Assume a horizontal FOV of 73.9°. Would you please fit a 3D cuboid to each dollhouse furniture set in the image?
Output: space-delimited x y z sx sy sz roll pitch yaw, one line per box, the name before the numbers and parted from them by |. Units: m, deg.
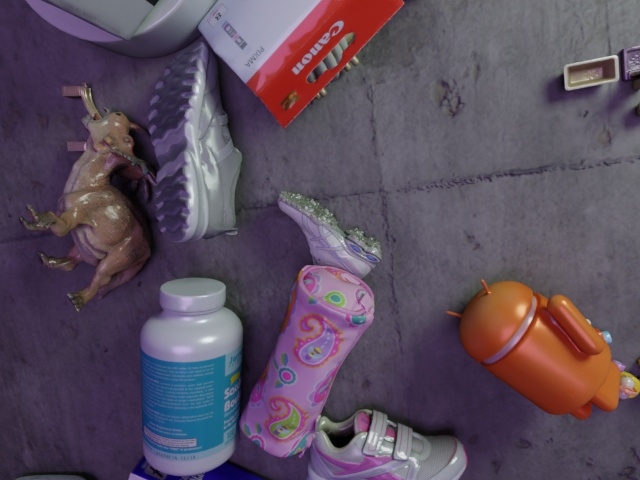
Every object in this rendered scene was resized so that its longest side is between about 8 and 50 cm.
dollhouse furniture set | 0.372 -0.194 0.523 0.114 0.081 0.091 -8 100 9

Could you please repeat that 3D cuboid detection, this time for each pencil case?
pencil case | -0.021 0.177 0.608 0.124 0.124 0.284 22 111 3

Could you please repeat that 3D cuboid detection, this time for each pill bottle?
pill bottle | -0.191 0.194 0.638 0.146 0.146 0.264 5 102 6

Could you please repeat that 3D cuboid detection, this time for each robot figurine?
robot figurine | 0.284 0.139 0.571 0.219 0.158 0.128 36 90 7

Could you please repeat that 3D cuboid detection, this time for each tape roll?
tape roll | -0.261 -0.398 0.557 0.286 0.100 0.286 1 101 7

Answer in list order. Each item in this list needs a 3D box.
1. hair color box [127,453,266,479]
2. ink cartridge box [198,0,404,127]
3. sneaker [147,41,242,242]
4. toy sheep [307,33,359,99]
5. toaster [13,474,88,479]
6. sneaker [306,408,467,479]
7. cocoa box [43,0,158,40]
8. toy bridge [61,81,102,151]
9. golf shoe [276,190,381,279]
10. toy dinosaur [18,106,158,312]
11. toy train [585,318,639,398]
hair color box | -0.165 0.491 0.714 0.339 0.110 0.185 23 104 1
ink cartridge box | -0.041 -0.272 0.510 0.189 0.232 0.066 -43 138 13
sneaker | -0.169 -0.134 0.605 0.105 0.115 0.281 -3 84 35
toy sheep | -0.008 -0.241 0.563 0.132 0.091 0.091 -45 93 -6
toaster | -0.499 0.513 0.752 0.227 0.129 0.146 -5 96 10
sneaker | 0.092 0.321 0.649 0.252 0.103 0.111 -8 101 8
cocoa box | -0.289 -0.420 0.386 0.228 0.231 0.347 -43 93 12
toy bridge | -0.353 -0.145 0.655 0.063 0.026 0.188 1 101 5
golf shoe | 0.000 0.000 0.620 0.176 0.069 0.086 35 109 1
toy dinosaur | -0.307 -0.024 0.632 0.127 0.200 0.295 28 134 34
toy train | 0.446 0.170 0.603 0.166 0.046 0.125 -9 100 9
